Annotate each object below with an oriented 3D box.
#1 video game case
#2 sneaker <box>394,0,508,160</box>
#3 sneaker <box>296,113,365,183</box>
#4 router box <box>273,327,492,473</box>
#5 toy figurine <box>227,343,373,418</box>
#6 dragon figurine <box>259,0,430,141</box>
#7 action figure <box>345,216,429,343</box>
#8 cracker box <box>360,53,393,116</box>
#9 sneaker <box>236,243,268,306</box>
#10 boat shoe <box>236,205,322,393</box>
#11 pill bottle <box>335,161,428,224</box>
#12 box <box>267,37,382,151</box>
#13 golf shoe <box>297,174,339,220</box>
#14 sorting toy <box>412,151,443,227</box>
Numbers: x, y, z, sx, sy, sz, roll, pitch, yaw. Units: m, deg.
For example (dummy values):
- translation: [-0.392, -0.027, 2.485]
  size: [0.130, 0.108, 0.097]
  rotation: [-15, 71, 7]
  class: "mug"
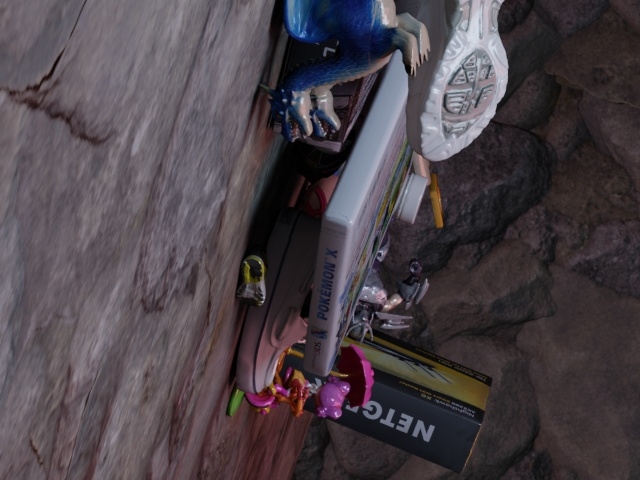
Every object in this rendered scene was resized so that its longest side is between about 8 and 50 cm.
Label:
- translation: [0.056, -0.058, 1.883]
  size: [0.300, 0.036, 0.329]
  rotation: [98, 12, -55]
  class: "video game case"
- translation: [0.110, -0.190, 1.565]
  size: [0.115, 0.090, 0.232]
  rotation: [22, -76, 52]
  class: "sneaker"
- translation: [0.006, -0.112, 1.953]
  size: [0.077, 0.072, 0.178]
  rotation: [-61, 170, 19]
  class: "sneaker"
- translation: [0.080, 0.199, 2.400]
  size: [0.243, 0.309, 0.081]
  rotation: [-52, 164, -76]
  class: "router box"
- translation: [-0.014, 0.172, 2.144]
  size: [0.130, 0.159, 0.173]
  rotation: [102, 9, -50]
  class: "toy figurine"
- translation: [0.015, -0.215, 1.471]
  size: [0.085, 0.144, 0.289]
  rotation: [-59, 147, -61]
  class: "dragon figurine"
- translation: [0.064, 0.015, 2.450]
  size: [0.099, 0.185, 0.285]
  rotation: [-29, -131, 51]
  class: "action figure"
- translation: [0.076, -0.238, 2.034]
  size: [0.155, 0.067, 0.232]
  rotation: [-57, 169, -29]
  class: "cracker box"
- translation: [-0.067, 0.038, 1.812]
  size: [0.083, 0.031, 0.035]
  rotation: [103, 8, -50]
  class: "sneaker"
- translation: [-0.038, 0.083, 1.991]
  size: [0.095, 0.084, 0.258]
  rotation: [-65, 172, -53]
  class: "boat shoe"
- translation: [0.067, -0.073, 2.239]
  size: [0.078, 0.137, 0.078]
  rotation: [18, 90, -85]
  class: "pill bottle"
- translation: [0.047, -0.263, 1.698]
  size: [0.307, 0.077, 0.242]
  rotation: [-64, 171, -57]
  class: "box"
- translation: [0.000, 0.000, 2.097]
  size: [0.067, 0.086, 0.186]
  rotation: [97, 11, -60]
  class: "golf shoe"
- translation: [0.126, -0.181, 2.465]
  size: [0.196, 0.047, 0.347]
  rotation: [-71, 151, -73]
  class: "sorting toy"
